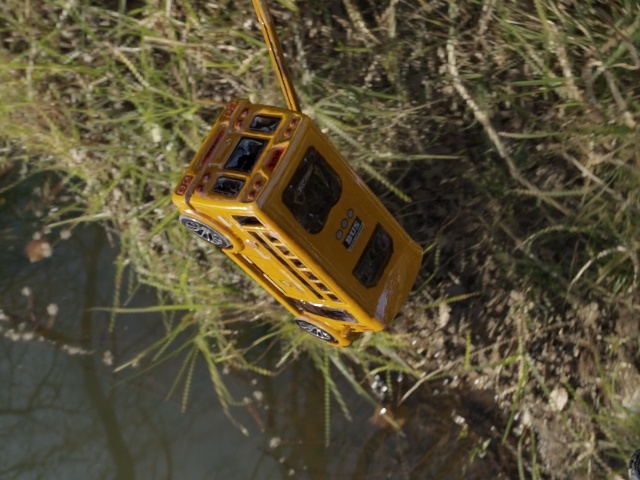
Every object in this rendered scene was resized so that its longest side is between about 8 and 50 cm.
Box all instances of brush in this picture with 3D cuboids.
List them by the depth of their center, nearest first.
[{"bbox_3d":[-0.012,-0.080,0.764,0.017,0.314,0.090,-21,47,-2],"label":"brush"}]

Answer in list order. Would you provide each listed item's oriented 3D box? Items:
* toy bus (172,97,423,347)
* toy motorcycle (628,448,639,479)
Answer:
[{"bbox_3d":[0.000,0.000,0.574,0.088,0.194,0.083,12,67,41],"label":"toy bus"},{"bbox_3d":[0.360,0.265,0.760,0.228,0.151,0.074,24,145,12],"label":"toy motorcycle"}]
